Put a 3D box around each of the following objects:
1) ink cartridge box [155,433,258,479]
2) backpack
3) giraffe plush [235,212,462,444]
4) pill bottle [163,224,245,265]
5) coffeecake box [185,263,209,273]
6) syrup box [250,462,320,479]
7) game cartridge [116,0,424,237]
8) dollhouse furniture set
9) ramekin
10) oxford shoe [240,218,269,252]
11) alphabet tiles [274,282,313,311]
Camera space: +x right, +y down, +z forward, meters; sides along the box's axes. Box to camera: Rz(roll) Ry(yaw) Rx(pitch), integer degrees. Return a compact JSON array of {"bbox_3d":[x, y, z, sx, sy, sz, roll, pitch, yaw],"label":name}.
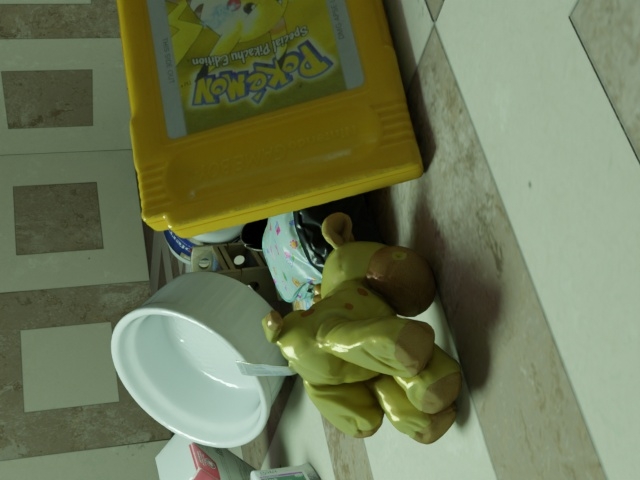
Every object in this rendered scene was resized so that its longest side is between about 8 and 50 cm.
[{"bbox_3d":[-0.160,0.424,1.568,0.092,0.218,0.158,-49,24,3],"label":"ink cartridge box"},{"bbox_3d":[0.000,0.000,1.083,0.182,0.115,0.152,120,140,-68],"label":"backpack"},{"bbox_3d":[0.046,0.073,0.902,0.181,0.210,0.171,86,-158,-48],"label":"giraffe plush"},{"bbox_3d":[-0.216,-0.040,1.764,0.265,0.153,0.153,134,130,-70],"label":"pill bottle"},{"bbox_3d":[-0.256,0.062,2.081,0.185,0.068,0.142,-123,32,-59],"label":"coffeecake box"},{"bbox_3d":[-0.048,0.465,1.407,0.096,0.093,0.237,-141,49,-69],"label":"syrup box"},{"bbox_3d":[-0.064,-0.180,0.972,0.053,0.285,0.324,59,-162,-66],"label":"game cartridge"},{"bbox_3d":[-0.152,0.112,1.616,0.129,0.128,0.184,-128,37,-63],"label":"dollhouse furniture set"},{"bbox_3d":[-0.179,0.182,1.486,0.135,0.277,0.277,-52,-22,-47],"label":"ramekin"},{"bbox_3d":[-0.067,-0.021,1.274,0.227,0.096,0.083,165,99,-75],"label":"oxford shoe"},{"bbox_3d":[-0.040,-0.018,1.389,0.284,0.021,0.278,122,141,-63],"label":"alphabet tiles"}]
